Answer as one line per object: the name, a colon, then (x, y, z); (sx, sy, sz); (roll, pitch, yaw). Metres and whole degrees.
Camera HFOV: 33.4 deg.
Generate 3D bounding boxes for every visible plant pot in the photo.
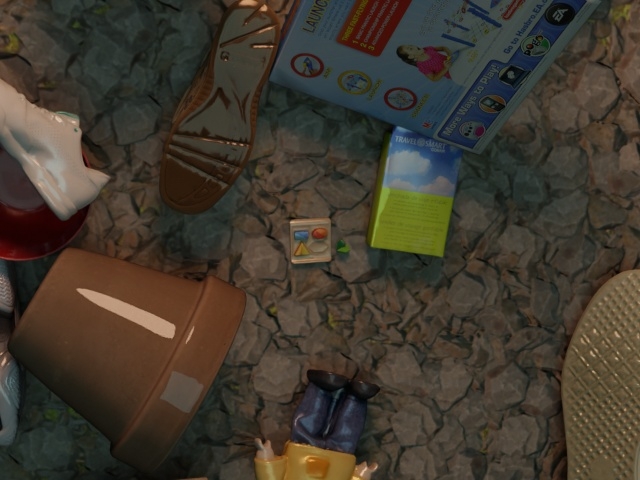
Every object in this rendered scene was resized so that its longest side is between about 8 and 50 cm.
plant pot: (-0.251, 0.122, 1.328); (0.229, 0.263, 0.263); (31, 96, -9)

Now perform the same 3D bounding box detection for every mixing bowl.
mixing bowl: (-0.375, -0.074, 1.336); (0.181, 0.098, 0.181); (-2, 103, -10)

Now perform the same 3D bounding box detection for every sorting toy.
sorting toy: (0.000, 0.000, 1.464); (0.083, 0.012, 0.062); (-4, 103, -9)

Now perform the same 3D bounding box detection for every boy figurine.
boy figurine: (-0.014, 0.320, 1.458); (0.177, 0.092, 0.285); (21, 77, -14)

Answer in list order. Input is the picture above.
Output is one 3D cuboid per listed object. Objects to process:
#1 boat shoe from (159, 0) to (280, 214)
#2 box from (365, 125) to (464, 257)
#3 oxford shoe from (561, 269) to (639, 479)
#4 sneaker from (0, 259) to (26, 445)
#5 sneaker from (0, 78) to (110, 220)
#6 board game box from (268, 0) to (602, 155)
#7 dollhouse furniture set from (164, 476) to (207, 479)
boat shoe: (-0.126, -0.169, 1.366); (0.104, 0.089, 0.285); (23, 100, -13)
box: (0.129, -0.073, 1.454); (0.109, 0.042, 0.178); (7, 100, -13)
oxford shoe: (0.443, 0.263, 1.553); (0.130, 0.169, 0.449); (-3, 98, -52)
sneaker: (-0.464, 0.136, 1.372); (0.153, 0.101, 0.269); (-4, 98, -8)
sneaker: (-0.330, -0.132, 1.250); (0.094, 0.080, 0.212); (-38, 113, -12)
board game box: (0.127, -0.266, 1.284); (0.302, 0.308, 0.086); (18, 54, -12)
dollhouse furniture set: (-0.236, 0.483, 1.352); (0.198, 0.286, 0.303); (-3, 68, -10)
